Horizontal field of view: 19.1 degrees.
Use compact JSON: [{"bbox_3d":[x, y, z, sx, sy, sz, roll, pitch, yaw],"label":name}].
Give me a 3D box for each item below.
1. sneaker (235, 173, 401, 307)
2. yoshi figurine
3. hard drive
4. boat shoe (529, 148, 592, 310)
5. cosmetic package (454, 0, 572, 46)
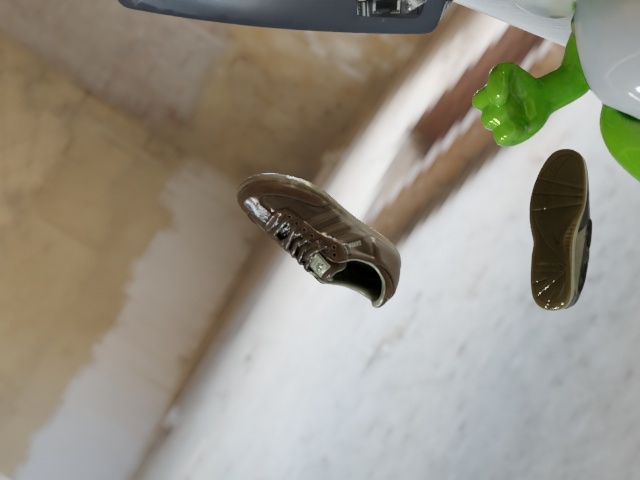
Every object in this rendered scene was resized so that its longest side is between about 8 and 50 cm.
[{"bbox_3d":[0.000,0.000,1.881,0.066,0.188,0.071,-51,19,36],"label":"sneaker"},{"bbox_3d":[0.193,-0.174,1.346,0.204,0.362,0.203,-25,-31,-14],"label":"yoshi figurine"},{"bbox_3d":[-0.021,-0.200,1.430,0.172,0.255,0.054,-60,-26,-68],"label":"hard drive"},{"bbox_3d":[0.228,-0.010,1.794,0.049,0.056,0.152,8,-90,-61],"label":"boat shoe"},{"bbox_3d":[0.287,-0.256,1.703,0.155,0.366,0.197,21,95,57],"label":"cosmetic package"}]
